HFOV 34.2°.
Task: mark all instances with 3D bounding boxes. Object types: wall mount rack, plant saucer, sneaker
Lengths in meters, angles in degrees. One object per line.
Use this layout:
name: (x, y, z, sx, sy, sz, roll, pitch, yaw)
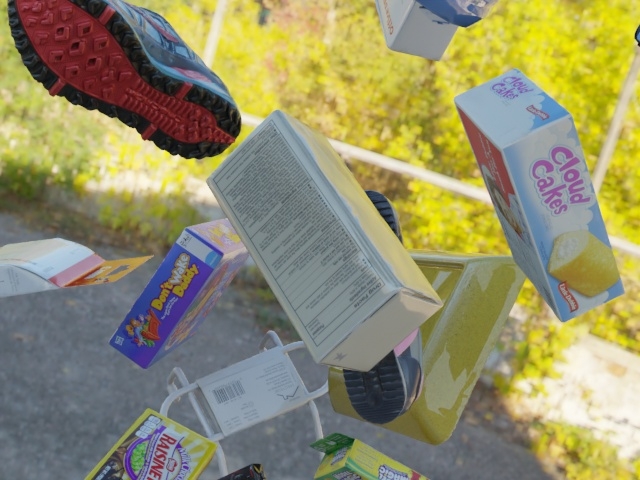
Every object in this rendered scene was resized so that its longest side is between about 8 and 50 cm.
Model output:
wall mount rack: (-0.116, 0.336, 1.877, 0.350, 0.130, 0.304, -19, 70, -28)
plant saucer: (0.151, 0.145, 1.711, 0.081, 0.332, 0.333, 36, -16, -27)
sneaker: (0.085, 0.088, 1.463, 0.112, 0.318, 0.131, -1, 2, 25)
sneaker: (-0.195, -0.179, 1.008, 0.262, 0.104, 0.125, 37, 21, -38)

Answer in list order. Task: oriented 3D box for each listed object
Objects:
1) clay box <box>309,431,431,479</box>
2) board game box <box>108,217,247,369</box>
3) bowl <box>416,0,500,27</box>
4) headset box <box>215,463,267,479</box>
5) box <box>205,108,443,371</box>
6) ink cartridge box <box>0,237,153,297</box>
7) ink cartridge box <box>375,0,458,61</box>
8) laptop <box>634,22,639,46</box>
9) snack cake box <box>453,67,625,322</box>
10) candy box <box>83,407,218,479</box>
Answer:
clay box: (0.088, 0.372, 1.596, 0.222, 0.053, 0.127, 29, -29, -9)
board game box: (-0.230, 0.083, 1.838, 0.078, 0.233, 0.347, 35, 6, 3)
bowl: (0.039, -0.360, 0.886, 0.391, 0.077, 0.391, 41, 27, -26)
headset box: (-0.120, 0.381, 1.573, 0.032, 0.083, 0.062, 24, 43, -61)
box: (0.000, 0.000, 1.310, 0.121, 0.148, 0.311, 21, 32, -55)
ink cartridge box: (-0.382, 0.032, 1.503, 0.232, 0.066, 0.189, -12, 9, 10)
ink cartridge box: (0.151, -0.356, 1.374, 0.082, 0.190, 0.139, 9, 45, -19)
laptop: (0.494, -0.300, 0.774, 0.382, 0.407, 0.236, 31, 54, 29)
snack cake box: (0.259, -0.053, 1.231, 0.089, 0.264, 0.152, -26, 33, 2)
candy box: (-0.208, 0.280, 1.232, 0.105, 0.027, 0.206, 28, 28, 6)
